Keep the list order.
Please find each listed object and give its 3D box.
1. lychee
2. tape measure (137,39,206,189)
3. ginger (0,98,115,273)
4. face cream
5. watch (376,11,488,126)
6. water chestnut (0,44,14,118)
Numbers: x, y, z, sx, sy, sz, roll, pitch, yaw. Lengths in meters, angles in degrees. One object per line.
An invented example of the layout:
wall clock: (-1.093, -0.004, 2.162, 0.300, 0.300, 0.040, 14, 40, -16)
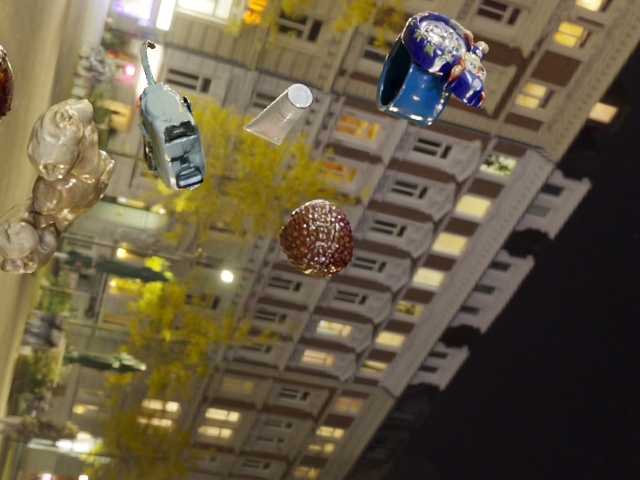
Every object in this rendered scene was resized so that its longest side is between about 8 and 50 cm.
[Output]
lychee: (0.000, 0.000, 1.938, 0.188, 0.188, 0.188, -167, -90, -75)
tape measure: (-0.254, -0.198, 1.245, 0.330, 0.084, 0.163, -125, -153, -47)
ginger: (-0.228, -0.037, 0.684, 0.149, 0.065, 0.259, -60, -169, -12)
face cream: (-0.088, -0.266, 1.732, 0.244, 0.092, 0.058, -31, -143, 63)
watch: (0.196, -0.306, 1.504, 0.200, 0.171, 0.196, -49, -161, 48)
water chestnut: (-0.823, -0.369, 1.707, 0.350, 0.351, 0.302, -98, -154, -53)
